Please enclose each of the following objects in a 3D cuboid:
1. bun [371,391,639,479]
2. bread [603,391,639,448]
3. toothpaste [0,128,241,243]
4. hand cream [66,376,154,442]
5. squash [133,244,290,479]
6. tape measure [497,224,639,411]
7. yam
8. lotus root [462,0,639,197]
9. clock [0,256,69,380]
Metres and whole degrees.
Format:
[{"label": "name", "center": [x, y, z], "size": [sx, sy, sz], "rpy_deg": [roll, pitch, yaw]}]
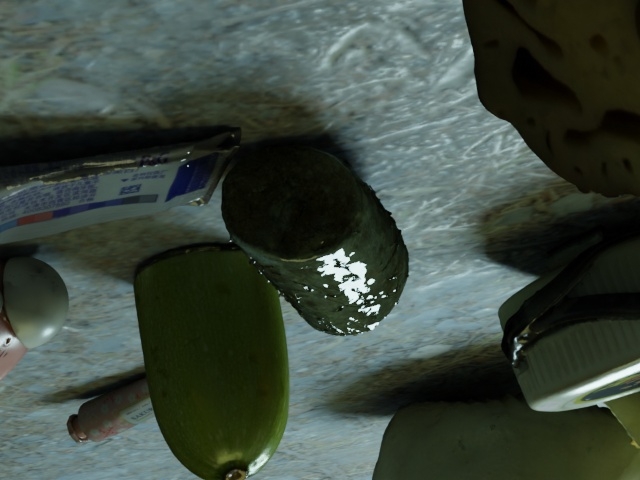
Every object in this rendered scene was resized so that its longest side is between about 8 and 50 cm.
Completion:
[{"label": "bun", "center": [0.248, 0.293, 1.698], "size": [0.361, 0.235, 0.326], "rpy_deg": [7, 166, -22]}, {"label": "bread", "center": [0.513, 0.159, 1.525], "size": [0.404, 0.242, 0.346], "rpy_deg": [-31, 166, 3]}, {"label": "toothpaste", "center": [-0.191, -0.023, 0.916], "size": [0.282, 0.069, 0.099], "rpy_deg": [-13, -167, -21]}, {"label": "hand cream", "center": [-0.163, 0.153, 1.449], "size": [0.209, 0.043, 0.067], "rpy_deg": [-26, 152, 25]}, {"label": "squash", "center": [-0.077, 0.100, 1.129], "size": [0.123, 0.187, 0.123], "rpy_deg": [-11, 155, -5]}, {"label": "tape measure", "center": [0.289, 0.047, 1.240], "size": [0.271, 0.133, 0.231], "rpy_deg": [-25, 163, 33]}, {"label": "yam", "center": [0.000, 0.000, 1.005], "size": [0.107, 0.107, 0.183], "rpy_deg": [-14, 159, 12]}, {"label": "lotus root", "center": [0.180, -0.133, 0.669], "size": [0.180, 0.199, 0.188], "rpy_deg": [-34, -150, -21]}, {"label": "clock", "center": [-0.280, 0.067, 1.069], "size": [0.165, 0.093, 0.162], "rpy_deg": [4, 154, -33]}]
